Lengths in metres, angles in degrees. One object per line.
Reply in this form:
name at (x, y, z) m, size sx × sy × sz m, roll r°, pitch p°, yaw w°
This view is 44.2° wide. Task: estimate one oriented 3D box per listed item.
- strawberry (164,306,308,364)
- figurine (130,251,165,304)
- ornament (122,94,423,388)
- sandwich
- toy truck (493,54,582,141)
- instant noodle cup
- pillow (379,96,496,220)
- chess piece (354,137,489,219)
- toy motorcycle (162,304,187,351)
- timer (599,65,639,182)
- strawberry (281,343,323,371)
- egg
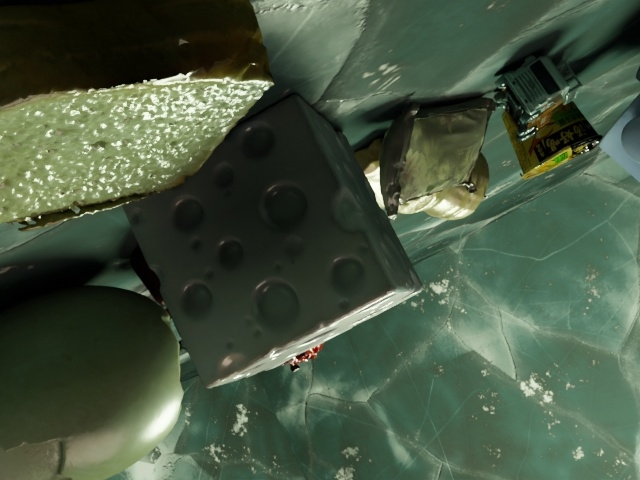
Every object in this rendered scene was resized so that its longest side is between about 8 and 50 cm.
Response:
strawberry at (-0.116, 0.082, 1.296) m, size 0.221 × 0.274 × 0.274 m, roll -62°, pitch 170°, yaw -3°
figurine at (-0.195, 0.026, 1.126) m, size 0.098 × 0.082 × 0.154 m, roll -33°, pitch -177°, yaw -35°
ornament at (-0.046, 0.009, 0.944) m, size 0.239 × 0.239 × 0.240 m, roll -28°, pitch 170°, yaw 11°
sandwich at (-0.176, -0.087, 0.558) m, size 0.251 × 0.087 × 0.226 m, roll -21°, pitch 172°, yaw -39°
toy truck at (0.327, -0.220, 1.173) m, size 0.115 × 0.080 × 0.177 m, roll -32°, pitch 171°, yaw 9°
instant noodle cup at (0.396, -0.192, 1.380) m, size 0.151 × 0.122 × 0.151 m, roll -24°, pitch 168°, yaw -5°
pillow at (0.164, -0.129, 1.149) m, size 0.059 × 0.169 × 0.255 m, roll 20°, pitch -157°, yaw 37°
chess piece at (0.138, -0.103, 1.264) m, size 0.300 × 0.137 × 0.137 m, roll 0°, pitch 155°, yaw -45°
toy motorcycle at (-0.204, 0.135, 1.547) m, size 0.198 × 0.109 × 0.296 m, roll -25°, pitch -167°, yaw -16°
timer at (0.602, -0.250, 1.262) m, size 0.395 × 0.173 × 0.395 m, roll -42°, pitch 167°, yaw -12°
strawberry at (-0.063, 0.170, 1.850) m, size 0.233 × 0.234 × 0.178 m, roll -20°, pitch 161°, yaw -29°
egg at (-0.364, 0.209, 1.097) m, size 0.336 × 0.278 × 0.278 m, roll -14°, pitch 166°, yaw -28°
